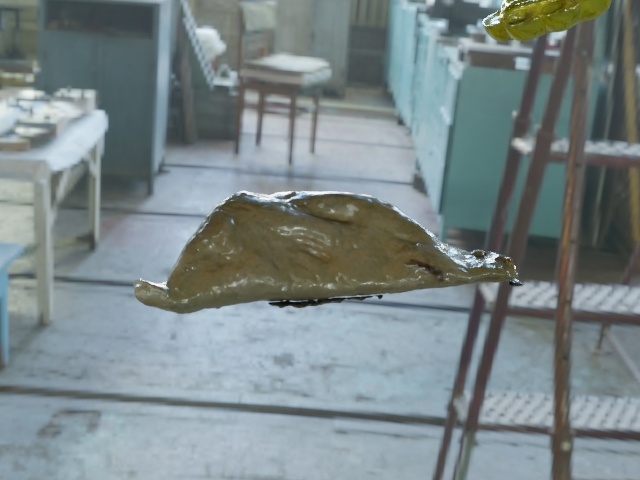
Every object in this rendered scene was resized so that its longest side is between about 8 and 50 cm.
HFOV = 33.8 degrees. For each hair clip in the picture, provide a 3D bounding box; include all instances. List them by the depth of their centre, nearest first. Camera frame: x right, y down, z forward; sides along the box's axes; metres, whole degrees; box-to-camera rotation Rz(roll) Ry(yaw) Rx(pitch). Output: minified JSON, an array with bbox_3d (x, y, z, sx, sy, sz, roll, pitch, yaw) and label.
[{"bbox_3d":[0.210,-0.199,0.824,0.173,0.046,0.072,-22,18,22],"label":"hair clip"}]

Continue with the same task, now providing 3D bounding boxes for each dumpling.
[{"bbox_3d":[0.001,-0.002,0.932,0.332,0.086,0.166,-1,21,-12],"label":"dumpling"}]
